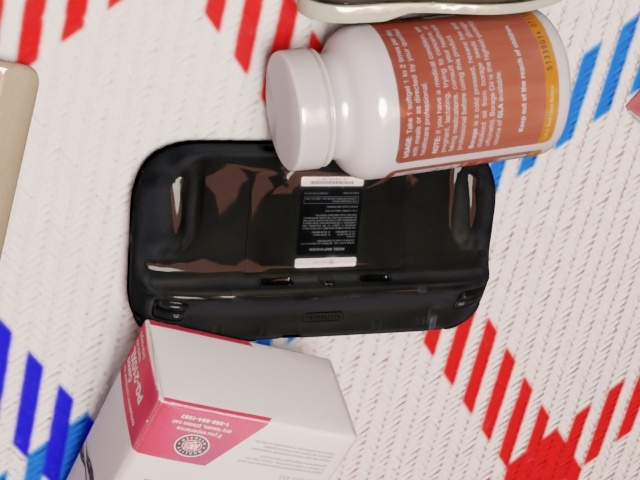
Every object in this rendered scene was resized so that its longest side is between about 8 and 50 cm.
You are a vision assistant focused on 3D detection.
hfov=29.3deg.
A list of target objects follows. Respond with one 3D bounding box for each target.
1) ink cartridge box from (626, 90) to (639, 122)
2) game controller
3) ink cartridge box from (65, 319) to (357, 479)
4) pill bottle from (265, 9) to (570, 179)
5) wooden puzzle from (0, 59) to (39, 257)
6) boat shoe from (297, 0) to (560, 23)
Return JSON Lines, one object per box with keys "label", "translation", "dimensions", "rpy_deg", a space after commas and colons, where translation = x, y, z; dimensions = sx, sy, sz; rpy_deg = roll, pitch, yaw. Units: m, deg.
{"label": "ink cartridge box", "translation": [0.383, -0.151, 1.081], "dimensions": [0.115, 0.067, 0.198], "rpy_deg": [37, 96, -30]}
{"label": "game controller", "translation": [0.000, 0.000, 1.018], "dimensions": [0.319, 0.067, 0.166], "rpy_deg": [-1, 99, -21]}
{"label": "ink cartridge box", "translation": [-0.105, 0.197, 1.007], "dimensions": [0.172, 0.100, 0.237], "rpy_deg": [15, 121, -26]}
{"label": "pill bottle", "translation": [0.073, -0.113, 0.949], "dimensions": [0.216, 0.121, 0.121], "rpy_deg": [-9, 116, -17]}
{"label": "wooden puzzle", "translation": [-0.336, -0.040, 0.869], "dimensions": [0.239, 0.044, 0.221], "rpy_deg": [9, 108, -25]}
{"label": "boat shoe", "translation": [0.094, -0.212, 0.935], "dimensions": [0.228, 0.081, 0.068], "rpy_deg": [-8, 120, -15]}
